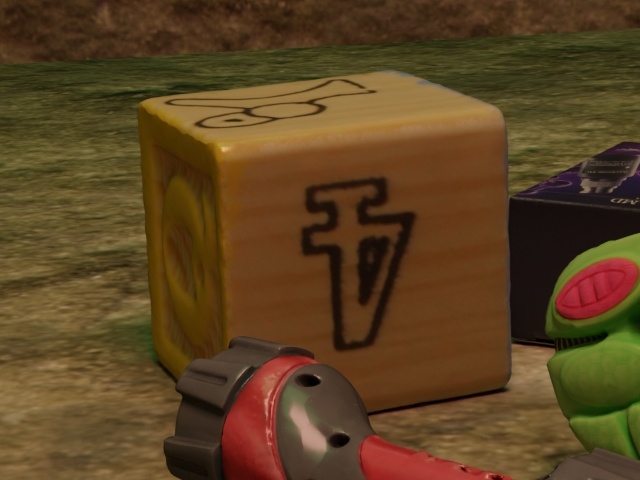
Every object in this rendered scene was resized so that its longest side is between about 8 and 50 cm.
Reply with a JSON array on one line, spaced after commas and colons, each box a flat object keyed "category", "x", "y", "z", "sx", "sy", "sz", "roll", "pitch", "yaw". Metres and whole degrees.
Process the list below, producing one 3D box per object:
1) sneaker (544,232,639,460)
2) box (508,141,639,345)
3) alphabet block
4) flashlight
[{"category": "sneaker", "x": 0.358, "y": 0.084, "z": 1.046, "sx": 0.483, "sy": 0.185, "sz": 0.202, "roll": 5, "pitch": -2, "yaw": 16}, {"category": "box", "x": 0.246, "y": 0.004, "z": 1.421, "sx": 0.153, "sy": 0.108, "sz": 0.207, "roll": 6, "pitch": 17, "yaw": 30}, {"category": "alphabet block", "x": 0.000, "y": 0.000, "z": 1.315, "sx": 0.197, "sy": 0.193, "sz": 0.192, "roll": -8, "pitch": 14, "yaw": -18}, {"category": "flashlight", "x": 0.055, "y": 0.122, "z": 1.011, "sx": 0.304, "sy": 0.103, "sz": 0.103, "roll": 9, "pitch": 23, "yaw": 42}]
